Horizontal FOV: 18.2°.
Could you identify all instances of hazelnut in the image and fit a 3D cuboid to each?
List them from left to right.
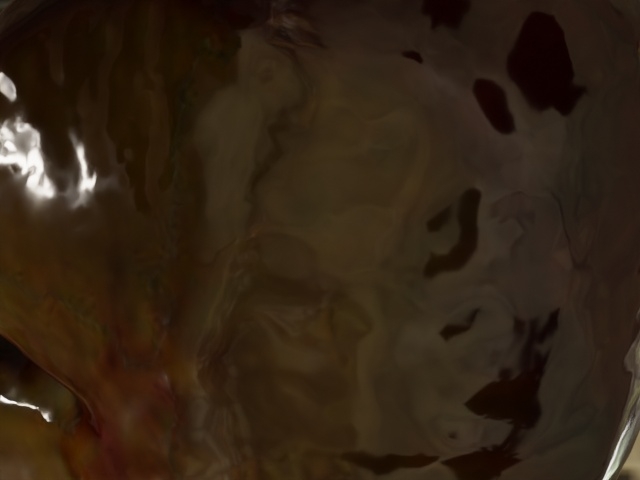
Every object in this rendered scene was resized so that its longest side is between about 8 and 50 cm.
[{"bbox_3d":[0.000,0.000,0.555,0.217,0.217,0.251,-47,-8,-49],"label":"hazelnut"}]
